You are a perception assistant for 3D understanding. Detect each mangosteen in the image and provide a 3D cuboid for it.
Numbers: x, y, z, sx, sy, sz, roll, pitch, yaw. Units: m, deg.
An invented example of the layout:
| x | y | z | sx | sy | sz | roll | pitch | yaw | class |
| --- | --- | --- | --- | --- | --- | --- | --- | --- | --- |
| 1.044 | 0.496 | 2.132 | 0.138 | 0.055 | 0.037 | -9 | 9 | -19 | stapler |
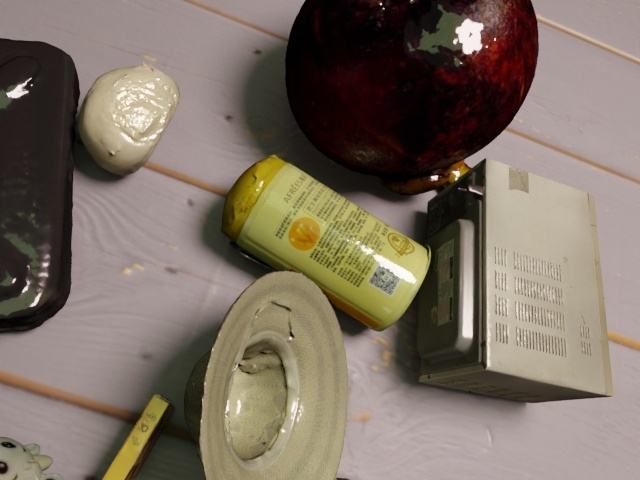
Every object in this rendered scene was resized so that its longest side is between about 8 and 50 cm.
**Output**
| x | y | z | sx | sy | sz | roll | pitch | yaw | class |
| --- | --- | --- | --- | --- | --- | --- | --- | --- | --- |
| 0.110 | -0.210 | 0.624 | 0.297 | 0.293 | 0.297 | -4 | 82 | 26 | mangosteen |

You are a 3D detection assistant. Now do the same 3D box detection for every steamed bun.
| x | y | z | sx | sy | sz | roll | pitch | yaw | class |
| --- | --- | --- | --- | --- | --- | --- | --- | --- | --- |
| -0.228 | -0.144 | 0.587 | 0.091 | 0.112 | 0.130 | 30 | 74 | -22 | steamed bun |

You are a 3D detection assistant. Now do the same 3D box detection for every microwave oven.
| x | y | z | sx | sy | sz | roll | pitch | yaw | class |
| --- | --- | --- | --- | --- | --- | --- | --- | --- | --- |
| 0.214 | 0.054 | 0.598 | 0.194 | 0.145 | 0.240 | 13 | 66 | -13 | microwave oven |

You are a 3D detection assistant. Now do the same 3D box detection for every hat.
| x | y | z | sx | sy | sz | roll | pitch | yaw | class |
| --- | --- | --- | --- | --- | --- | --- | --- | --- | --- |
| -0.072 | 0.157 | 0.503 | 0.110 | 0.252 | 0.252 | -5 | 63 | 29 | hat |

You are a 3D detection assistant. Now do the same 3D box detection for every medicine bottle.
| x | y | z | sx | sy | sz | roll | pitch | yaw | class |
| --- | --- | --- | --- | --- | --- | --- | --- | --- | --- |
| 0.000 | 0.000 | 0.587 | 0.239 | 0.124 | 0.124 | 30 | 65 | 0 | medicine bottle |

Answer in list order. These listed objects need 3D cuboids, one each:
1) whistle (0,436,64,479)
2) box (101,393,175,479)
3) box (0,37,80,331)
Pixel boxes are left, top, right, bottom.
| x | y | z | sx | sy | sz | roll | pitch | yaw | class |
| --- | --- | --- | --- | --- | --- | --- | --- | --- | --- |
| -0.355 | 0.210 | 0.423 | 0.253 | 0.102 | 0.105 | 4 | 76 | -17 | whistle |
| -0.186 | 0.220 | 0.477 | 0.020 | 0.073 | 0.149 | 28 | 66 | 0 | box |
| -0.444 | -0.067 | 0.516 | 0.359 | 0.091 | 0.350 | -3 | 70 | -15 | box |
